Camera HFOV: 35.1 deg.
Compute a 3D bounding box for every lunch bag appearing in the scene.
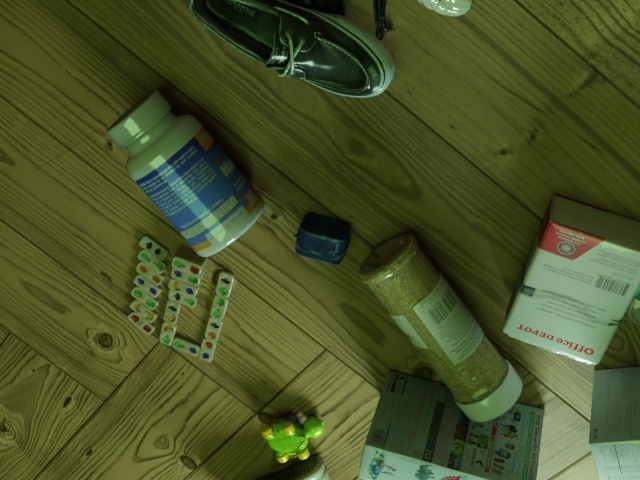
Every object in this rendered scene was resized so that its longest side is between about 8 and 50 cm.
[{"bbox_3d":[0.000,0.000,1.782,0.098,0.067,0.065,16,125,9],"label":"lunch bag"}]

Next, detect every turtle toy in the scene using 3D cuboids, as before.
[{"bbox_3d":[-0.054,0.392,2.051,0.130,0.066,0.095,-15,118,25],"label":"turtle toy"}]

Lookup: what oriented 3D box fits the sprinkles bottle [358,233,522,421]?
[{"bbox_3d":[0.214,0.156,1.782,0.121,0.121,0.355,-28,109,30],"label":"sprinkles bottle"}]

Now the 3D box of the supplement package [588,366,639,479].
[{"bbox_3d":[0.578,0.328,1.730,0.203,0.194,0.149,-9,119,23],"label":"supplement package"}]

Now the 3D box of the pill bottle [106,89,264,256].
[{"bbox_3d":[-0.233,-0.118,1.730,0.152,0.152,0.272,-28,110,30],"label":"pill bottle"}]

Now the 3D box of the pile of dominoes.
[{"bbox_3d":[-0.282,0.122,1.969,0.195,0.040,0.251,20,125,4],"label":"pile of dominoes"}]

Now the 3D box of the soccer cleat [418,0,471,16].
[{"bbox_3d":[0.146,-0.382,1.461,0.196,0.076,0.068,35,115,-27],"label":"soccer cleat"}]

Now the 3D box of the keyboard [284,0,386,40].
[{"bbox_3d":[0.022,-0.387,1.551,0.201,0.033,0.317,13,126,16],"label":"keyboard"}]

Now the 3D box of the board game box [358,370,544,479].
[{"bbox_3d":[0.243,0.371,1.848,0.303,0.224,0.098,13,124,10],"label":"board game box"}]

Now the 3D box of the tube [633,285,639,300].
[{"bbox_3d":[0.579,0.109,1.560,0.207,0.052,0.080,42,113,41],"label":"tube"}]

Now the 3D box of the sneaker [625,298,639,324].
[{"bbox_3d":[0.608,0.090,1.618,0.252,0.111,0.103,-19,114,27],"label":"sneaker"}]

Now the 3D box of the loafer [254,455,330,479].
[{"bbox_3d":[-0.084,0.547,2.139,0.268,0.102,0.092,-30,103,30],"label":"loafer"}]

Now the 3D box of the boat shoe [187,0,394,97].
[{"bbox_3d":[-0.053,-0.298,1.546,0.335,0.119,0.121,25,127,7],"label":"boat shoe"}]

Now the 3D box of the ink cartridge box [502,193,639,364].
[{"bbox_3d":[0.421,0.067,1.670,0.171,0.100,0.237,19,124,5],"label":"ink cartridge box"}]
